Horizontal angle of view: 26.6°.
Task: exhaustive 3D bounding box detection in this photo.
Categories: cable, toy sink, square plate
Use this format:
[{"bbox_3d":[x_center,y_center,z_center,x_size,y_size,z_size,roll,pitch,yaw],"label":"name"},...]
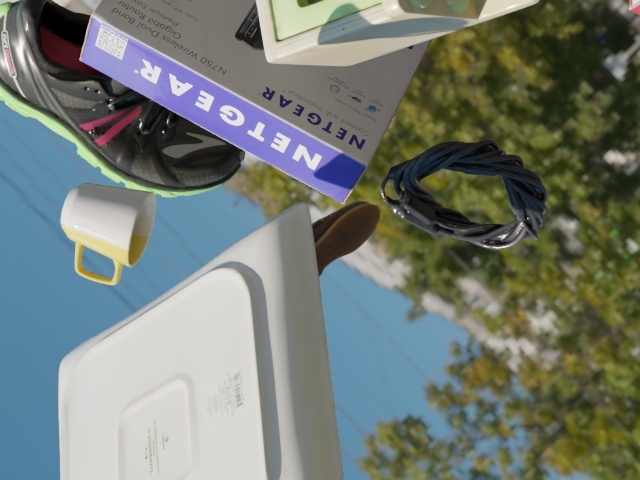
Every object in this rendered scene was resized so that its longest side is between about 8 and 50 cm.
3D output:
[{"bbox_3d":[0.167,-0.050,1.452,0.184,0.150,0.047,27,-132,-23],"label":"cable"},{"bbox_3d":[0.058,-0.257,1.207,0.131,0.234,0.152,-6,-94,-49],"label":"toy sink"},{"bbox_3d":[-0.126,0.177,1.164,0.049,0.344,0.347,24,-134,-40],"label":"square plate"}]

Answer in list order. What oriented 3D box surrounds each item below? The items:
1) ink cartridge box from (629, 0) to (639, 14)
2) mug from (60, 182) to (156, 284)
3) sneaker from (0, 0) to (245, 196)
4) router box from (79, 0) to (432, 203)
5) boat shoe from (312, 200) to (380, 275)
[{"bbox_3d":[0.570,-0.357,1.795,0.306,0.131,0.226,23,-122,-21],"label":"ink cartridge box"},{"bbox_3d":[-0.174,-0.010,1.084,0.064,0.078,0.062,16,165,6],"label":"mug"},{"bbox_3d":[-0.308,-0.224,2.127,0.483,0.202,0.185,28,-129,-29],"label":"sneaker"},{"bbox_3d":[-0.051,-0.243,1.531,0.335,0.082,0.301,28,-126,-3],"label":"router box"},{"bbox_3d":[0.000,0.000,2.089,0.073,0.207,0.073,27,145,43],"label":"boat shoe"}]
